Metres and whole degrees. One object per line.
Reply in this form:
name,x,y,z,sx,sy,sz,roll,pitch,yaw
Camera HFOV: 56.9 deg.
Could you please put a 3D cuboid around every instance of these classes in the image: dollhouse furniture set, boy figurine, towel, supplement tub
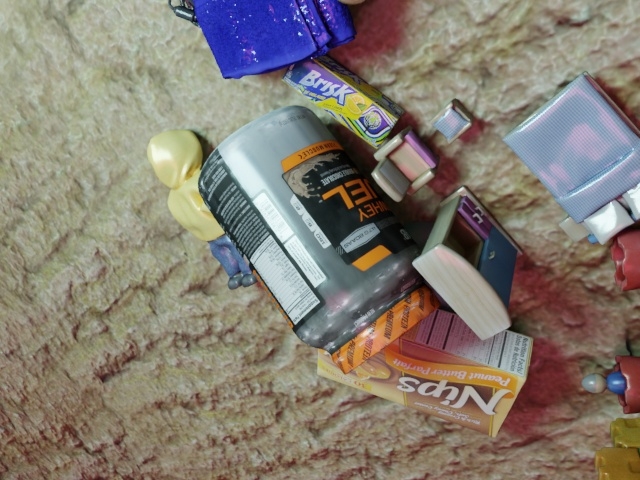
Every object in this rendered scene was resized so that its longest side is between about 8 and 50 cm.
dollhouse furniture set,0.257,-0.080,0.727,0.286,0.198,0.303,47,123,-6
boy figurine,-0.190,-0.052,0.988,0.177,0.092,0.285,-18,107,56
towel,-0.104,-0.359,0.724,0.228,0.076,0.308,-5,117,38
supplement tub,0.000,0.000,0.821,0.207,0.207,0.338,-43,78,34

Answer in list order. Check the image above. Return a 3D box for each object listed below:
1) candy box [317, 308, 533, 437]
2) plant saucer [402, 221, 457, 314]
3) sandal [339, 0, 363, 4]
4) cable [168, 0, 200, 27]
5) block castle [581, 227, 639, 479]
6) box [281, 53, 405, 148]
candy box,0.155,0.189,0.954,0.317,0.087,0.182,16,138,13
plant saucer,0.167,0.065,0.938,0.195,0.037,0.194,10,119,18
sandal,0.007,-0.362,0.622,0.079,0.088,0.240,1,139,48
cable,-0.137,-0.375,0.821,0.151,0.047,0.184,35,122,4
block castle,0.425,0.200,0.662,0.213,0.453,0.302,-6,115,17
box,0.033,-0.205,0.834,0.169,0.059,0.054,35,121,1
